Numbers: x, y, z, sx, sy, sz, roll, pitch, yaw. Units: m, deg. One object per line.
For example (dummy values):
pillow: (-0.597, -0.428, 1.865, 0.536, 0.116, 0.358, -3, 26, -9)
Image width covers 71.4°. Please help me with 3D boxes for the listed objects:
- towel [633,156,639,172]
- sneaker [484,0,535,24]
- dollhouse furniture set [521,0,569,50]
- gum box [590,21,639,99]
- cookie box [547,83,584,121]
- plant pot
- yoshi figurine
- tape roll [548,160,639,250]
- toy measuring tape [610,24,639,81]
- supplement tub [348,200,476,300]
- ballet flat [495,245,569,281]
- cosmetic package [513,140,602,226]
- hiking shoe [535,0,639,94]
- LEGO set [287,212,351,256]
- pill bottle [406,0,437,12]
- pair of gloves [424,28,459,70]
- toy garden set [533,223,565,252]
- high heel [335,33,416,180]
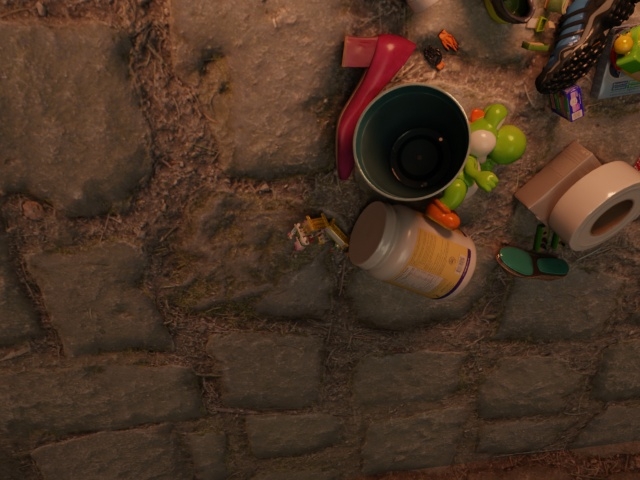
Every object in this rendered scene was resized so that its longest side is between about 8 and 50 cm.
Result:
towel: (1.111, -0.214, 1.465, 0.198, 0.031, 0.275, 1, 124, -11)
sneaker: (0.401, -0.616, 1.017, 0.299, 0.121, 0.111, 33, 113, -27)
dollhouse furniture set: (0.559, -0.558, 1.111, 0.058, 0.076, 0.152, 0, 125, -10)
gum box: (0.846, -0.494, 1.222, 0.156, 0.041, 0.185, -10, 126, -2)
cookie box: (0.671, -0.390, 1.226, 0.040, 0.107, 0.092, -25, 124, 10)
plant pot: (0.243, -0.232, 1.148, 0.271, 0.255, 0.272, 1, 92, 17)
yoshi figurine: (0.458, -0.199, 1.277, 0.202, 0.203, 0.362, 12, 112, -41)
tape roll: (0.851, -0.099, 1.355, 0.286, 0.100, 0.286, -17, 140, -15)
toy measuring tape: (0.859, -0.479, 1.160, 0.329, 0.121, 0.121, 5, 125, -31)
supplement tub: (0.279, 0.031, 1.372, 0.331, 0.241, 0.241, 21, 119, -21)
ballet flat: (0.726, 0.097, 1.578, 0.315, 0.108, 0.106, 13, 155, -16)
cosmetic package: (0.750, -0.172, 1.394, 0.127, 0.107, 0.238, 34, 116, -29)
hiking shoe: (0.651, -0.519, 1.128, 0.113, 0.132, 0.304, 9, 129, -36)
LEGO set: (0.000, 0.000, 1.393, 0.107, 0.132, 0.287, -32, 149, 33)
pill bottle: (0.192, -0.623, 0.981, 0.119, 0.119, 0.208, -36, 122, 16)
pair of gloves: (0.315, -0.494, 1.156, 0.074, 0.010, 0.083, 31, 117, -28)
toy garden set: (0.872, -0.055, 1.524, 0.244, 0.049, 0.204, -10, 125, -2)
high heel: (0.134, -0.331, 1.162, 0.181, 0.127, 0.378, 5, 121, 0)
